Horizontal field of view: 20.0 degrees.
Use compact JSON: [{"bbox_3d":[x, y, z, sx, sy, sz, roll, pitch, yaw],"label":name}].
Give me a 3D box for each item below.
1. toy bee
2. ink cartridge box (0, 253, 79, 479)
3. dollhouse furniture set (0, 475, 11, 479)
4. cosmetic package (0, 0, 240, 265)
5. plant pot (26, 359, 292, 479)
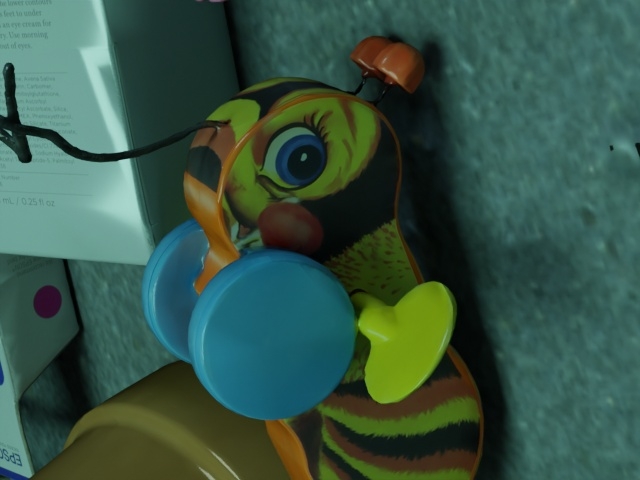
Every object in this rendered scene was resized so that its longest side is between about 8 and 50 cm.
[{"bbox_3d":[0.000,0.000,0.770,0.195,0.162,0.298,43,171,45],"label":"toy bee"},{"bbox_3d":[-0.240,-0.040,1.127,0.175,0.069,0.371,11,115,49],"label":"ink cartridge box"},{"bbox_3d":[-0.277,0.238,1.196,0.259,0.262,0.135,-7,109,22],"label":"dollhouse furniture set"},{"bbox_3d":[-0.226,-0.145,0.940,0.377,0.097,0.284,4,115,35],"label":"cosmetic package"},{"bbox_3d":[-0.099,0.233,0.975,0.291,0.203,0.291,31,133,41],"label":"plant pot"}]
